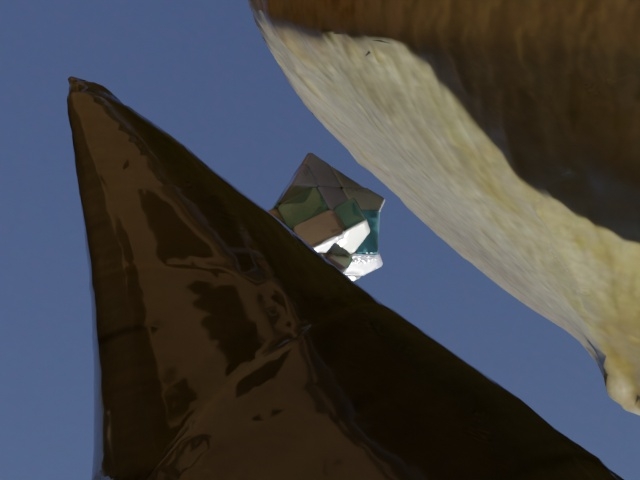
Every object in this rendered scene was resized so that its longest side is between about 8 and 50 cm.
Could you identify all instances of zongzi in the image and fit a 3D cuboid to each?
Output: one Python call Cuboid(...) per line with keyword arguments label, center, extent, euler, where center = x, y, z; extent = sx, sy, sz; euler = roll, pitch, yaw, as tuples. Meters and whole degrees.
Cuboid(label="zongzi", center=(0.072, 0.092, 0.505), extent=(0.145, 0.274, 0.300), euler=(-48, -135, 44))

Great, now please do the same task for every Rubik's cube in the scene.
Cuboid(label="Rubik's cube", center=(-0.001, -0.003, 1.198), extent=(0.084, 0.073, 0.075), euler=(20, -57, 8))

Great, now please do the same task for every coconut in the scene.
Cuboid(label="coconut", center=(0.143, -0.125, 0.567), extent=(0.346, 0.346, 0.360), euler=(10, -82, 35))
